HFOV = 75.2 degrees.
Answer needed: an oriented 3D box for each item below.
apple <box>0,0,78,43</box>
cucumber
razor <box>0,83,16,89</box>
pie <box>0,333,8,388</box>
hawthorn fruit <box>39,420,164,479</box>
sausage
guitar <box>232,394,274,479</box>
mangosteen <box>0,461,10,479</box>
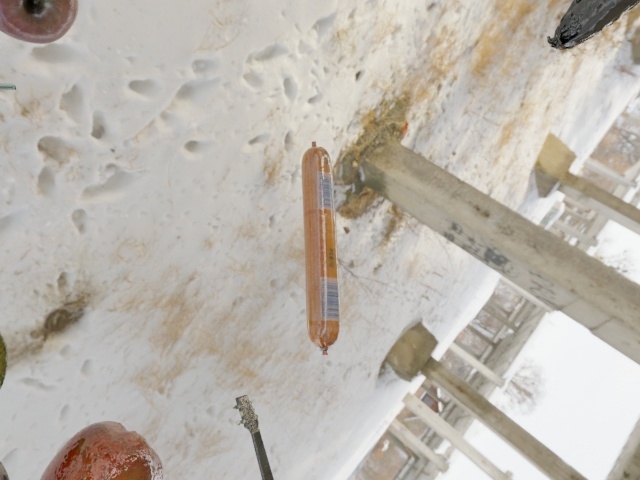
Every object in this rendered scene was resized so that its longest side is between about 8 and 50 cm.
[{"bbox_3d":[-0.508,-0.423,0.714,0.153,0.120,0.153,-31,153,-18],"label":"apple"},{"bbox_3d":[0.294,-0.249,0.377,0.181,0.053,0.053,-41,171,40],"label":"cucumber"},{"bbox_3d":[-0.992,-0.436,1.177,0.211,0.036,0.084,-14,163,-26],"label":"razor"},{"bbox_3d":[-0.876,0.300,0.930,0.323,0.070,0.324,13,75,-59],"label":"pie"},{"bbox_3d":[-0.551,0.602,1.025,0.299,0.275,0.275,-41,156,-18],"label":"hawthorn fruit"},{"bbox_3d":[0.000,0.000,0.653,0.053,0.053,0.349,47,39,-69],"label":"sausage"},{"bbox_3d":[-0.053,0.282,0.438,0.088,0.234,0.025,-2,153,-45],"label":"guitar"},{"bbox_3d":[-0.685,0.488,0.684,0.311,0.311,0.311,-44,157,-24],"label":"mangosteen"}]
